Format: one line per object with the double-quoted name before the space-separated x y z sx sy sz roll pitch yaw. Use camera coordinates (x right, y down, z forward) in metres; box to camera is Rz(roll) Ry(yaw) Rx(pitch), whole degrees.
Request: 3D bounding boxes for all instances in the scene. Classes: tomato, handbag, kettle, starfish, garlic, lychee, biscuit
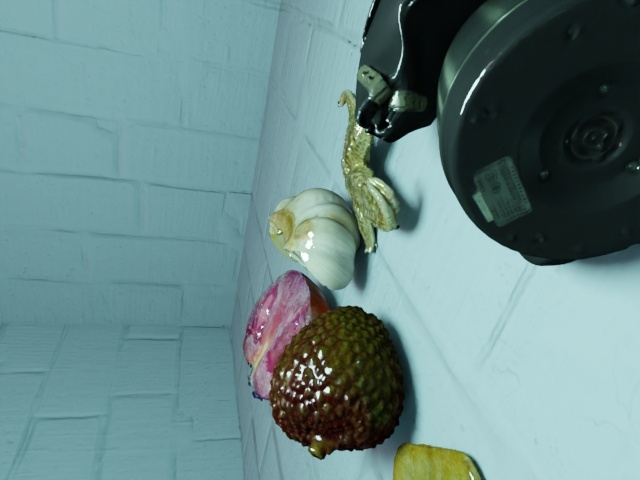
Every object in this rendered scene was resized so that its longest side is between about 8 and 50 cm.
"tomato" -0.049 0.243 1.173 0.289 0.176 0.335 -61 27 10
"handbag" 0.124 -0.267 0.553 0.288 0.152 0.342 -56 -13 -62
"kettle" 0.213 -0.129 0.434 0.207 0.251 0.271 -34 27 25
"starfish" 0.085 -0.195 0.926 0.324 0.082 0.432 103 167 -70
"garlic" 0.007 -0.014 1.049 0.185 0.203 0.281 -52 35 -4
"lychee" 0.033 0.242 0.816 0.236 0.236 0.271 123 167 -58
"biscuit" 0.163 0.361 0.678 0.247 0.029 0.118 134 144 -65
